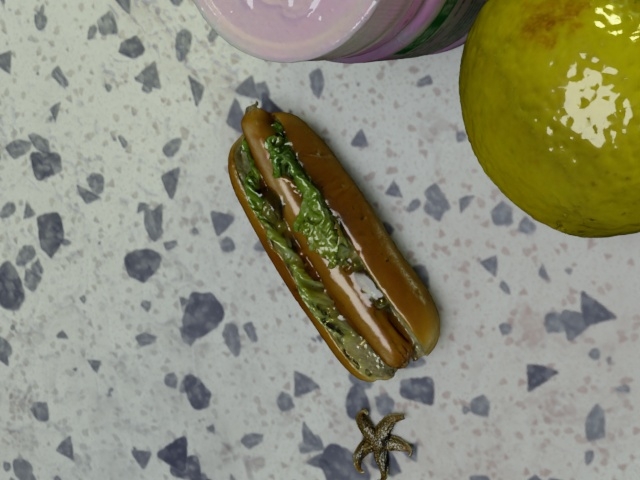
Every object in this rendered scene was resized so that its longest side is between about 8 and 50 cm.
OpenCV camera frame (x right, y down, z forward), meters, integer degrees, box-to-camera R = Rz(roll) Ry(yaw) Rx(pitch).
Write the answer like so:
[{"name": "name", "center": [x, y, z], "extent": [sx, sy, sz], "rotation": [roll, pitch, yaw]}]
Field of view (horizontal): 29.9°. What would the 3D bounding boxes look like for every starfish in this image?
[{"name": "starfish", "center": [0.067, 0.227, 1.369], "extent": [0.078, 0.028, 0.091], "rotation": [39, 112, 8]}]

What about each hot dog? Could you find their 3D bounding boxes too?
[{"name": "hot dog", "center": [0.000, 0.000, 1.315], "extent": [0.135, 0.100, 0.337], "rotation": [-35, 84, 28]}]

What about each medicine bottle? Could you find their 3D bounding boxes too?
[{"name": "medicine bottle", "center": [0.040, -0.272, 1.115], "extent": [0.212, 0.325, 0.212], "rotation": [5, 101, 26]}]

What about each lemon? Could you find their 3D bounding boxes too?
[{"name": "lemon", "center": [0.253, -0.131, 1.084], "extent": [0.267, 0.267, 0.267], "rotation": [5, 102, 25]}]
